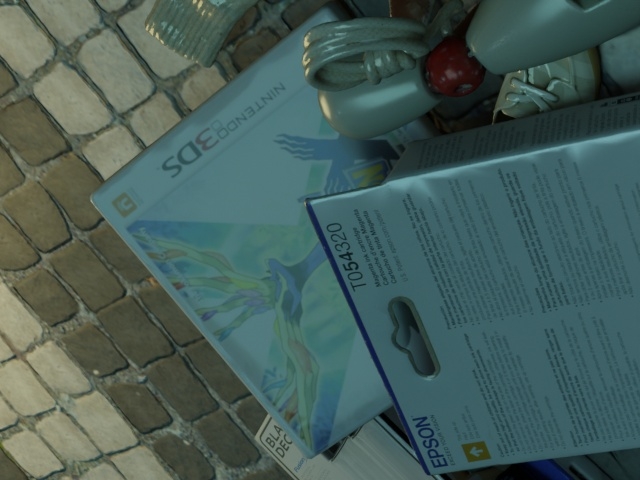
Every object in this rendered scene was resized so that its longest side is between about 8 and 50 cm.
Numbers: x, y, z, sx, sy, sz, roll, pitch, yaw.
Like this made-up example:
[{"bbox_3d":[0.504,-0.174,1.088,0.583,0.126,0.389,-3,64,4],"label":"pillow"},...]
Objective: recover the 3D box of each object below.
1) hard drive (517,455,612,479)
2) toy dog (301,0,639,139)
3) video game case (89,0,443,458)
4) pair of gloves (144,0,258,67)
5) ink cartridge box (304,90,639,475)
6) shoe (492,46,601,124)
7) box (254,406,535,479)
[{"bbox_3d":[0.181,0.305,1.676,0.210,0.040,0.319,42,137,-2],"label":"hard drive"},{"bbox_3d":[0.138,-0.203,1.196,0.333,0.161,0.220,-14,161,10],"label":"toy dog"},{"bbox_3d":[0.000,0.000,1.464,0.300,0.036,0.329,-36,99,22],"label":"video game case"},{"bbox_3d":[-0.143,-0.279,1.386,0.240,0.042,0.204,38,124,-8],"label":"pair of gloves"},{"bbox_3d":[0.196,0.045,1.364,0.330,0.071,0.324,-10,123,22],"label":"ink cartridge box"},{"bbox_3d":[0.182,-0.090,1.338,0.076,0.058,0.219,22,134,19],"label":"shoe"},{"bbox_3d":[0.083,0.232,1.600,0.290,0.087,0.169,45,136,15],"label":"box"}]
